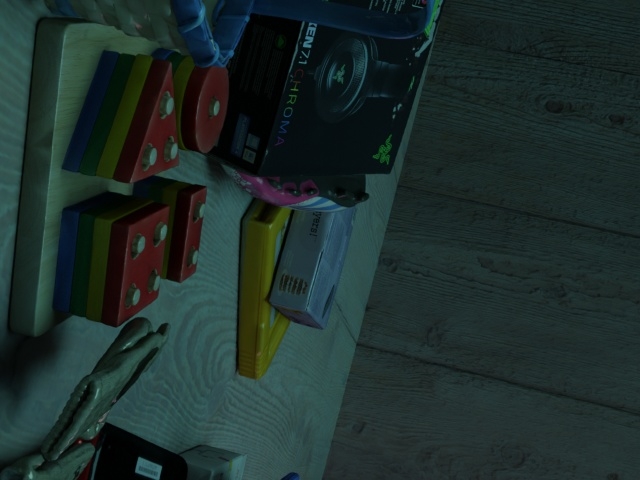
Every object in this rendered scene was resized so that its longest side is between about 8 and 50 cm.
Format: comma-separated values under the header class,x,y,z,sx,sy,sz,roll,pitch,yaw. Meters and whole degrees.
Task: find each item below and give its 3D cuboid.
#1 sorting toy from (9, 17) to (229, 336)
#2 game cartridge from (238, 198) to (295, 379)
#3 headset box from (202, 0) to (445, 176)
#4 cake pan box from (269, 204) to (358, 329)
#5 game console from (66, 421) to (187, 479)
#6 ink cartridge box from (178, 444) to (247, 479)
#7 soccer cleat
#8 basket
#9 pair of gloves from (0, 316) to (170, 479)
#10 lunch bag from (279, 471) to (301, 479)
class,x,y,z,sx,sy,sz,roll,pitch,yaw
sorting toy,-0.162,-0.063,0.912,0.257,0.089,0.256,-42,144,-72
game cartridge,-0.063,0.027,1.649,0.285,0.052,0.324,-64,162,-51
headset box,0.002,-0.206,1.161,0.283,0.131,0.247,-5,117,-54
cake pan box,0.000,0.000,1.652,0.246,0.070,0.267,59,45,-79
game console,-0.247,0.389,1.138,0.386,0.060,0.342,72,27,-71
ink cartridge box,-0.167,0.360,1.456,0.198,0.067,0.115,25,79,-78
soccer cleat,-0.062,-0.091,1.375,0.331,0.143,0.116,15,73,-57
basket,-0.060,-0.245,0.682,0.255,0.288,0.201,88,18,-58
pair of gloves,-0.217,0.168,0.856,0.240,0.042,0.204,-54,178,17
lunch bag,-0.111,0.450,1.403,0.243,0.115,0.303,-38,167,-37
